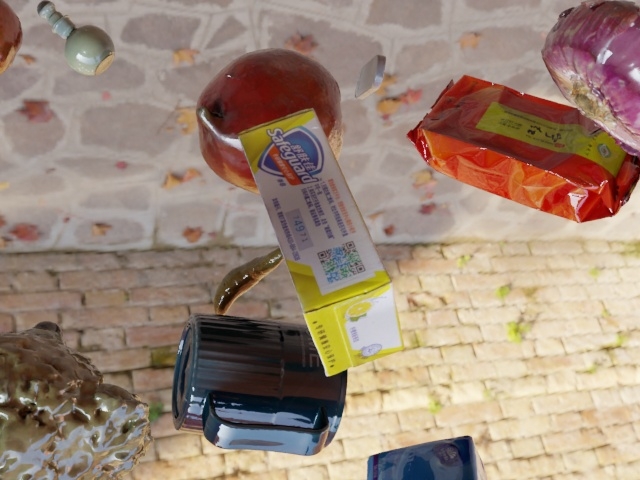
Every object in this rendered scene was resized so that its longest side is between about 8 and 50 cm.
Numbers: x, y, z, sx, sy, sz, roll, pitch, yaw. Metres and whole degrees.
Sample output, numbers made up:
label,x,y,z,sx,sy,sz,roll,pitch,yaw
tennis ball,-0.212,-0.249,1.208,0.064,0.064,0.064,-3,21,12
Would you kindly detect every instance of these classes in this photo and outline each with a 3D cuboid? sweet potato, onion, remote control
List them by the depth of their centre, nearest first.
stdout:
label,x,y,z,sx,sy,sz,roll,pitch,yaw
onion,0.383,-0.208,0.978,0.163,0.230,0.230,-39,147,8
sweet potato,-0.145,0.069,1.664,0.059,0.069,0.249,37,119,-27
remote control,0.112,-0.371,1.864,0.022,0.077,0.245,12,-179,-8

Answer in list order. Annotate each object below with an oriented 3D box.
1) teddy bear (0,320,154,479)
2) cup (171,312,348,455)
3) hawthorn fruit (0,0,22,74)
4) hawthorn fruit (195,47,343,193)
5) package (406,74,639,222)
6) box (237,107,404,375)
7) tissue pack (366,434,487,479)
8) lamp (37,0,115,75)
label,x,y,z,sx,sy,sz,roll,pitch,yaw
teddy bear,-0.244,0.145,0.625,0.267,0.156,0.256,12,142,-19
cup,-0.123,0.290,1.553,0.292,0.308,0.242,11,140,-17
hawthorn fruit,-0.607,-0.343,1.308,0.196,0.196,0.225,-27,126,24
hawthorn fruit,-0.093,-0.217,1.549,0.295,0.311,0.295,6,121,10
package,0.385,-0.171,1.510,0.423,0.196,0.123,21,149,27
box,0.000,0.000,0.942,0.097,0.265,0.168,-21,144,-2
tissue pack,0.172,0.454,1.286,0.198,0.263,0.146,-16,113,13
lamp,-0.452,-0.376,1.488,0.091,0.163,0.091,-46,-178,2
